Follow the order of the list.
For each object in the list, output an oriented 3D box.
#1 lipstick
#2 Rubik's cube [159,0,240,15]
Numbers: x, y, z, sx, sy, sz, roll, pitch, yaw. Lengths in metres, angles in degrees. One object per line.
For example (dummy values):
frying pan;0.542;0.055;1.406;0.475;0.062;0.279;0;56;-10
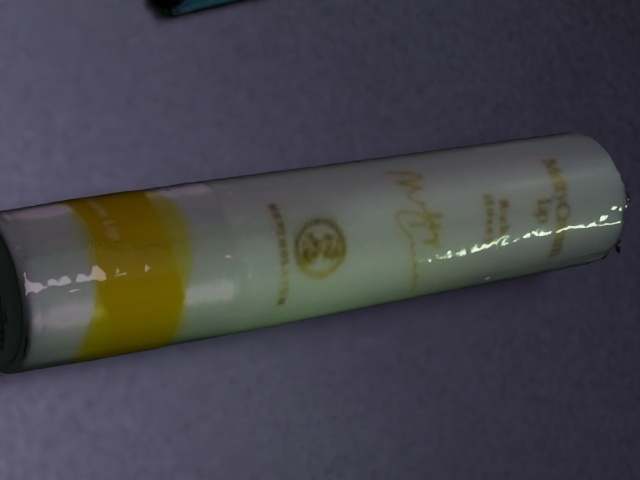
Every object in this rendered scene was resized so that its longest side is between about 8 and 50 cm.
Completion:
lipstick;0.000;0.000;0.632;0.264;0.059;0.059;-9;85;-32
Rubik's cube;0.016;-0.137;0.669;0.178;0.211;0.190;-48;132;-6
